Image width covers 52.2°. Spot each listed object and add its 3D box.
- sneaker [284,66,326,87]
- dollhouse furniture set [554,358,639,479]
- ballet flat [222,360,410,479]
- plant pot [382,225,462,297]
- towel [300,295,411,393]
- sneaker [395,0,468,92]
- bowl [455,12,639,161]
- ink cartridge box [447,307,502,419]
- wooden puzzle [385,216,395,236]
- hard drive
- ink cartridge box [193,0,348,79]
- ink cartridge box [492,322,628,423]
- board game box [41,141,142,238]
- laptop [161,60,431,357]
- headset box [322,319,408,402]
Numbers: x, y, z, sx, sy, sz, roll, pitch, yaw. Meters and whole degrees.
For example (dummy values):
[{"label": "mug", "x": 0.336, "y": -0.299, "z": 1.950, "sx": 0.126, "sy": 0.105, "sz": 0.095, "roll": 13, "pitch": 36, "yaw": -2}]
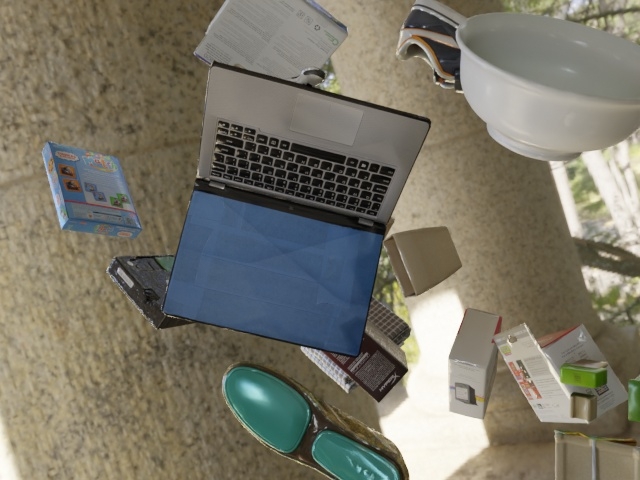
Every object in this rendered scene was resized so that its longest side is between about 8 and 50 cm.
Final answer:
[{"label": "sneaker", "x": -0.030, "y": -0.261, "z": 1.114, "sx": 0.040, "sy": 0.044, "sz": 0.109, "roll": 24, "pitch": -24, "yaw": -34}, {"label": "dollhouse furniture set", "x": 0.637, "y": 0.425, "z": 1.440, "sx": 0.197, "sy": 0.302, "sz": 0.151, "roll": 2, "pitch": 4, "yaw": 39}, {"label": "ballet flat", "x": -0.008, "y": 0.314, "z": 1.090, "sx": 0.348, "sy": 0.123, "sz": 0.123, "roll": 29, "pitch": 17, "yaw": 15}, {"label": "plant pot", "x": 0.176, "y": 0.029, "z": 1.110, "sx": 0.096, "sy": 0.109, "sz": 0.109, "roll": -21, "pitch": -5, "yaw": -5}, {"label": "towel", "x": 0.105, "y": 0.285, "z": 1.970, "sx": 0.283, "sy": 0.121, "sz": 0.235, "roll": -37, "pitch": 48, "yaw": -22}, {"label": "sneaker", "x": 0.292, "y": -0.329, "z": 1.223, "sx": 0.128, "sy": 0.321, "sz": 0.126, "roll": -61, "pitch": -16, "yaw": 2}, {"label": "bowl", "x": 0.320, "y": -0.202, "z": 0.910, "sx": 0.297, "sy": 0.134, "sz": 0.298, "roll": 6, "pitch": 36, "yaw": -4}, {"label": "ink cartridge box", "x": 0.511, "y": 0.411, "z": 2.170, "sx": 0.131, "sy": 0.306, "sz": 0.226, "roll": 10, "pitch": 48, "yaw": 23}, {"label": "wooden puzzle", "x": 0.000, "y": 0.000, "z": 1.762, "sx": 0.347, "sy": 0.081, "sz": 0.322, "roll": -3, "pitch": -23, "yaw": -9}, {"label": "hard drive", "x": -0.408, "y": 0.137, "z": 1.850, "sx": 0.064, "sy": 0.237, "sz": 0.339, "roll": -54, "pitch": -21, "yaw": 18}, {"label": "ink cartridge box", "x": -0.098, "y": -0.393, "z": 1.282, "sx": 0.224, "sy": 0.223, "sz": 0.045, "roll": -43, "pitch": 27, "yaw": 31}, {"label": "ink cartridge box", "x": 0.605, "y": 0.322, "z": 1.695, "sx": 0.130, "sy": 0.272, "sz": 0.309, "roll": -28, "pitch": -11, "yaw": -9}, {"label": "board game box", "x": -0.470, "y": -0.103, "z": 1.345, "sx": 0.160, "sy": 0.212, "sz": 0.039, "roll": 10, "pitch": -45, "yaw": -45}, {"label": "laptop", "x": -0.052, "y": -0.037, "z": 1.152, "sx": 0.381, "sy": 0.236, "sz": 0.408, "roll": 13, "pitch": -44, "yaw": -6}, {"label": "headset box", "x": 0.070, "y": 0.237, "z": 1.611, "sx": 0.110, "sy": 0.293, "sz": 0.218, "roll": -48, "pitch": -2, "yaw": 5}]
